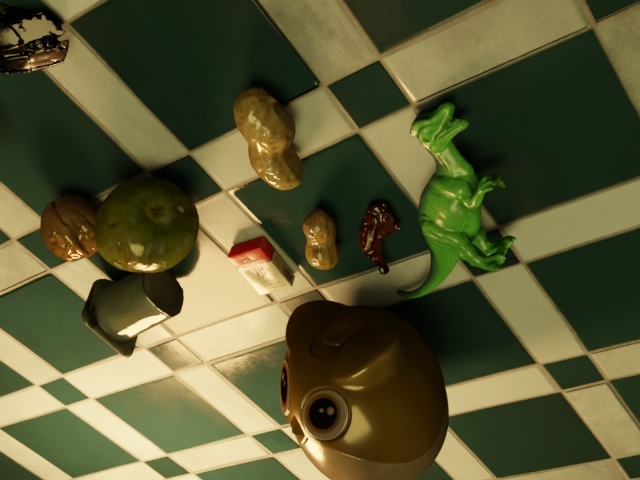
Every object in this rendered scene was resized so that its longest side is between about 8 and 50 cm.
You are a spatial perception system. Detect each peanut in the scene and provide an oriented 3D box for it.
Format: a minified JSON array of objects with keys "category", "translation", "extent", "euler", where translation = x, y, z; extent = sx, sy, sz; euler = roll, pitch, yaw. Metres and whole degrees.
[{"category":"peanut","translation":[-0.104,-0.202,1.705],"extent":[0.117,0.101,0.263],"euler":[15,141,27]},{"category":"peanut","translation":[0.000,0.002,1.901],"extent":[0.089,0.089,0.193],"euler":[1,136,12]}]

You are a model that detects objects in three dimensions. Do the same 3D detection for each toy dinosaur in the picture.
[{"category":"toy dinosaur","translation":[0.216,-0.049,1.795],"extent":[0.374,0.144,0.500],"euler":[47,139,-12]}]

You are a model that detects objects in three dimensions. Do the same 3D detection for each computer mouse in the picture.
[{"category":"computer mouse","translation":[-0.614,-0.391,1.647],"extent":[0.241,0.078,0.147],"euler":[-3,136,16]}]

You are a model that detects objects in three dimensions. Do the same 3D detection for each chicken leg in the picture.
[{"category":"chicken leg","translation":[0.131,-0.005,1.889],"extent":[0.093,0.053,0.205],"euler":[11,137,0]}]

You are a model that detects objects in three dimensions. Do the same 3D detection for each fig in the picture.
[{"category":"fig","translation":[-0.418,-0.003,1.892],"extent":[0.233,0.233,0.314],"euler":[30,128,-17]}]

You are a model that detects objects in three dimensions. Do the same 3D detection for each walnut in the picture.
[{"category":"walnut","translation":[-0.589,-0.029,1.971],"extent":[0.166,0.149,0.167],"euler":[-5,116,-10]}]

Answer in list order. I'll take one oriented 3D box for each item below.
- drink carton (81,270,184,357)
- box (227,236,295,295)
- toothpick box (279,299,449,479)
[{"category":"drink carton","translation":[-0.474,0.155,2.117],"extent":[0.189,0.191,0.185],"euler":[-31,120,25]},{"category":"box","translation":[-0.144,0.064,2.030],"extent":[0.100,0.048,0.152],"euler":[-18,131,26]},{"category":"toothpick box","translation":[0.099,0.375,2.029],"extent":[0.408,0.409,0.425],"euler":[-8,124,20]}]
